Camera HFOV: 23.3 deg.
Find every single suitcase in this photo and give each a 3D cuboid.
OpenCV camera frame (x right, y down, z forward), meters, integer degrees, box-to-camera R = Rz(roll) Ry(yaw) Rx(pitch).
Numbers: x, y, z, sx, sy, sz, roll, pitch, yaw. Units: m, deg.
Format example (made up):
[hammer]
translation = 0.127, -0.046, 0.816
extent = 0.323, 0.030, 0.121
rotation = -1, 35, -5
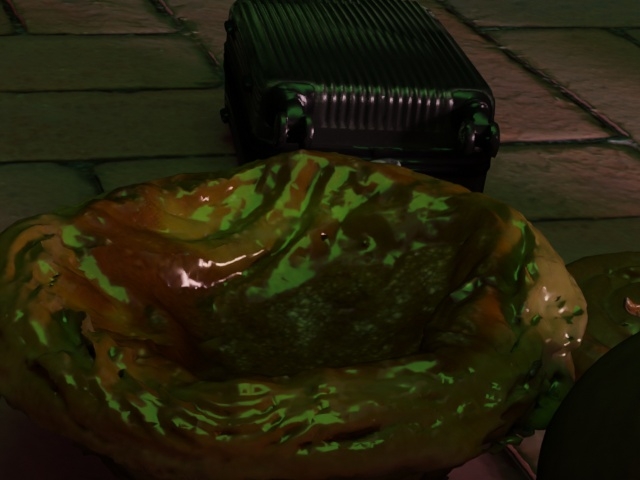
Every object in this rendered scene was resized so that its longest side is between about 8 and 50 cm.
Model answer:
[suitcase]
translation = 0.026, -0.110, 1.279
extent = 0.202, 0.128, 0.312
rotation = 1, 24, -9

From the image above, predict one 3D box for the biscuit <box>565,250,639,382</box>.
[biscuit]
translation = 0.216, 0.052, 1.080
extent = 0.144, 0.033, 0.224
rotation = 11, 25, 12

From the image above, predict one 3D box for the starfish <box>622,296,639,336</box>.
[starfish]
translation = 0.276, 0.047, 1.020
extent = 0.130, 0.041, 0.133
rotation = 24, 32, 27

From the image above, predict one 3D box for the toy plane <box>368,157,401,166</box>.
[toy plane]
translation = 0.000, 0.000, 1.095
extent = 0.162, 0.065, 0.171
rotation = 28, 50, 36

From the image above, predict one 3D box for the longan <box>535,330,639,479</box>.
[longan]
translation = 0.212, 0.126, 0.733
extent = 0.197, 0.196, 0.220
rotation = -8, 21, -26

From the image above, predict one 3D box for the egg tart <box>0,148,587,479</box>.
[egg tart]
translation = -0.026, 0.063, 0.867
extent = 0.352, 0.150, 0.352
rotation = 3, 24, -1
